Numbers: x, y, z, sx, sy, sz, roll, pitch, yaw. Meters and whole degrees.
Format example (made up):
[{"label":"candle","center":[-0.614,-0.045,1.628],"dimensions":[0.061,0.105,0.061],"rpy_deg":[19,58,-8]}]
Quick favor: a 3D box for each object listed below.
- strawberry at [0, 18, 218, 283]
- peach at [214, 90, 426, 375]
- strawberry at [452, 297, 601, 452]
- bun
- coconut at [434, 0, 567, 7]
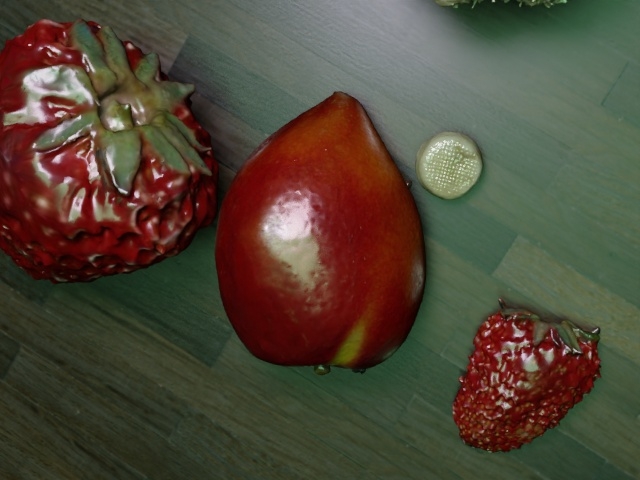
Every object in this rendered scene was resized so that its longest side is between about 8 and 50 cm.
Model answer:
[{"label":"strawberry","center":[-0.310,-0.076,1.227],"dimensions":[0.317,0.295,0.345],"rpy_deg":[45,125,-11]},{"label":"peach","center":[0.000,0.000,1.205],"dimensions":[0.257,0.201,0.362],"rpy_deg":[7,98,11]},{"label":"strawberry","center":[0.256,0.189,1.239],"dimensions":[0.167,0.087,0.208],"rpy_deg":[15,101,7]},{"label":"bun","center":[0.160,-0.096,1.238],"dimensions":[0.086,0.055,0.086],"rpy_deg":[1,109,2]},{"label":"coconut","center":[0.182,-0.404,1.074],"dimensions":[0.297,0.309,0.298],"rpy_deg":[-5,123,-8]}]
